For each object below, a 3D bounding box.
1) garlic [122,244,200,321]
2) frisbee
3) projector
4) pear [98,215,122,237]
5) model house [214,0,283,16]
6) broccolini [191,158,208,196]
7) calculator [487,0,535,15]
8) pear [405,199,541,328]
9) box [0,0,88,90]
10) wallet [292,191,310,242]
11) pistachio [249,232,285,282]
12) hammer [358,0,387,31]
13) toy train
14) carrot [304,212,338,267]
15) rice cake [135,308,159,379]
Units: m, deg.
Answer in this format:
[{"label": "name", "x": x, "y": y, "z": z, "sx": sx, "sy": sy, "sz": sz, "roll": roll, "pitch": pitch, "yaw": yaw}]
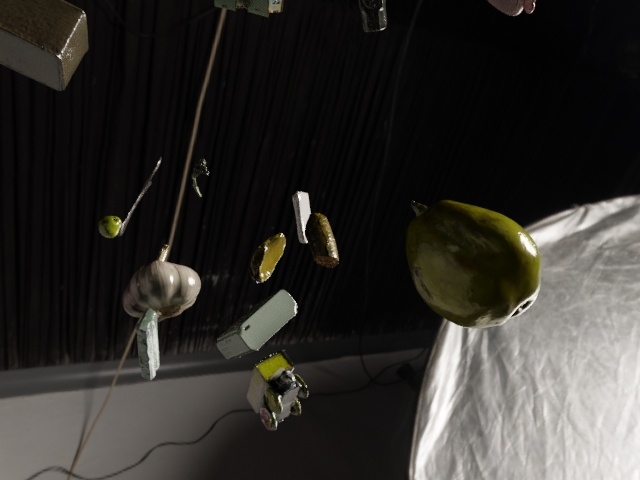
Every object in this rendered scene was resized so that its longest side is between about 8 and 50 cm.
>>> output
[{"label": "garlic", "x": -0.511, "y": 0.123, "z": 1.675, "sx": 0.244, "sy": 0.245, "sz": 0.253, "roll": 2, "pitch": 57, "yaw": -28}, {"label": "frisbee", "x": -0.428, "y": -0.119, "z": 1.251, "sx": 0.012, "sy": 0.211, "sz": 0.187, "roll": 28, "pitch": 11, "yaw": -17}, {"label": "projector", "x": -0.220, "y": 0.298, "z": 1.797, "sx": 0.108, "sy": 0.198, "sz": 0.250, "roll": 52, "pitch": 50, "yaw": -4}, {"label": "pear", "x": -0.849, "y": -0.059, "z": 2.077, "sx": 0.092, "sy": 0.097, "sz": 0.092, "roll": 47, "pitch": 2, "yaw": -2}, {"label": "model house", "x": -0.266, "y": -0.872, "z": 1.740, "sx": 0.206, "sy": 0.178, "sz": 0.271, "roll": -17, "pitch": 46, "yaw": -28}, {"label": "broccolini", "x": -0.423, "y": -0.208, "z": 1.775, "sx": 0.052, "sy": 0.194, "sz": 0.054, "roll": -9, "pitch": 65, "yaw": -25}, {"label": "calculator", "x": 0.455, "y": -0.608, "z": 1.259, "sx": 0.024, "sy": 0.103, "sz": 0.166, "roll": -33, "pitch": 61, "yaw": -17}, {"label": "pear", "x": 0.346, "y": 0.042, "z": 1.232, "sx": 0.375, "sy": 0.287, "sz": 0.287, "roll": 47, "pitch": 34, "yaw": 8}, {"label": "box", "x": -0.704, "y": -0.498, "z": 1.197, "sx": 0.273, "sy": 0.143, "sz": 0.184, "roll": 24, "pitch": -20, "yaw": -18}, {"label": "wallet", "x": -0.061, "y": -0.086, "z": 1.877, "sx": 0.033, "sy": 0.190, "sz": 0.095, "roll": -7, "pitch": 6, "yaw": 24}, {"label": "pistachio", "x": -0.167, "y": 0.046, "z": 1.544, "sx": 0.049, "sy": 0.090, "sz": 0.173, "roll": 10, "pitch": 58, "yaw": 33}, {"label": "hammer", "x": 0.126, "y": -0.523, "z": 1.000, "sx": 0.043, "sy": 0.111, "sz": 0.365, "roll": 1, "pitch": 41, "yaw": 18}, {"label": "toy train", "x": -0.144, "y": 0.484, "z": 1.650, "sx": 0.134, "sy": 0.261, "sz": 0.177, "roll": -21, "pitch": 55, "yaw": -36}, {"label": "carrot", "x": 0.000, "y": 0.000, "z": 1.485, "sx": 0.082, "sy": 0.082, "sz": 0.173, "roll": 5, "pitch": 48, "yaw": -22}, {"label": "rice cake", "x": -0.491, "y": 0.303, "z": 1.476, "sx": 0.040, "sy": 0.226, "sz": 0.085, "roll": 8, "pitch": 35, "yaw": -1}]
